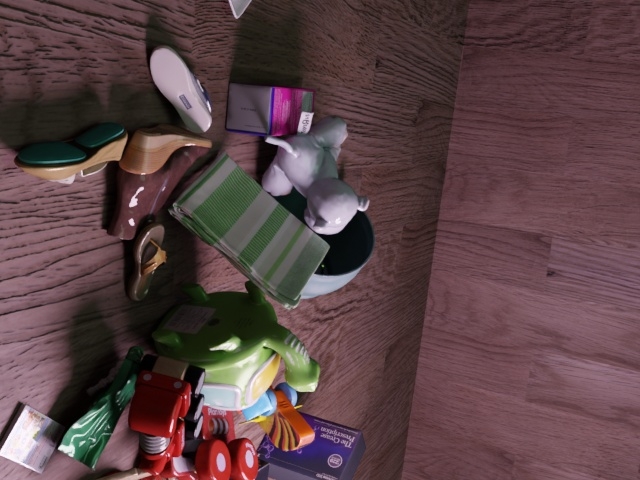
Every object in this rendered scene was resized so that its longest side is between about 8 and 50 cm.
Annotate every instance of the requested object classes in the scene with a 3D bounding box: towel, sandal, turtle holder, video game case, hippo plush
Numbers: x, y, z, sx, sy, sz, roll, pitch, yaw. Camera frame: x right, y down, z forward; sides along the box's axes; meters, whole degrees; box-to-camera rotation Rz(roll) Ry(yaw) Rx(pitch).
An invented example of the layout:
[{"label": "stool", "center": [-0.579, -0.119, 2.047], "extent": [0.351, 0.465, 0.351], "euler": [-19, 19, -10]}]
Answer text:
[{"label": "towel", "center": [-0.138, -0.026, 1.588], "extent": [0.038, 0.325, 0.248], "euler": [-42, -169, 38]}, {"label": "sandal", "center": [-0.323, 0.045, 1.430], "extent": [0.072, 0.049, 0.180], "euler": [-31, 144, -58]}, {"label": "turtle holder", "center": [-0.172, 0.226, 1.559], "extent": [0.243, 0.320, 0.227], "euler": [-104, -177, -59]}, {"label": "video game case", "center": [-0.492, 0.339, 1.279], "extent": [0.087, 0.011, 0.122], "euler": [-67, 154, -24]}, {"label": "hippo plush", "center": [0.018, -0.147, 1.744], "extent": [0.234, 0.236, 0.294], "euler": [-35, 170, -18]}]

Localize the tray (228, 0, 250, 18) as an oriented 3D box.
[{"label": "tray", "center": [-0.152, -0.613, 1.596], "extent": [0.145, 0.030, 0.270], "euler": [71, 38, -50]}]

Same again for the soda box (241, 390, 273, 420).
[{"label": "soda box", "center": [-0.189, 0.310, 1.753], "extent": [0.210, 0.071, 0.067], "euler": [66, -6, -18]}]

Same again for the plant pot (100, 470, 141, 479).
[{"label": "plant pot", "center": [-0.363, 0.568, 1.472], "extent": [0.191, 0.174, 0.191], "euler": [9, 90, -67]}]

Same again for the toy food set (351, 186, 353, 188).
[{"label": "toy food set", "center": [0.051, -0.059, 2.222], "extent": [0.128, 0.071, 0.218], "euler": [143, -44, -69]}]

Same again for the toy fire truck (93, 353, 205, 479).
[{"label": "toy fire truck", "center": [-0.326, 0.359, 1.379], "extent": [0.246, 0.158, 0.217], "euler": [-72, 174, -49]}]

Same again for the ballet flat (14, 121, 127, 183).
[{"label": "ballet flat", "center": [-0.395, -0.129, 1.215], "extent": [0.232, 0.080, 0.073], "euler": [-37, 148, -55]}]

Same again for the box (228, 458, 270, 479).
[{"label": "box", "center": [-0.218, 0.601, 1.820], "extent": [0.093, 0.158, 0.156], "euler": [-10, 110, -64]}]

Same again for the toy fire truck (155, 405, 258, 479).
[{"label": "toy fire truck", "center": [-0.273, 0.422, 1.663], "extent": [0.302, 0.169, 0.254], "euler": [32, 45, -63]}]

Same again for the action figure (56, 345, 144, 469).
[{"label": "action figure", "center": [-0.396, 0.298, 1.396], "extent": [0.232, 0.063, 0.137], "euler": [-60, 158, -23]}]

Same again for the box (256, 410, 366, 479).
[{"label": "box", "center": [-0.028, 0.600, 2.117], "extent": [0.103, 0.261, 0.184], "euler": [75, 34, -45]}]

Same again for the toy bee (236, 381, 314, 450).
[{"label": "toy bee", "center": [-0.134, 0.418, 1.908], "extent": [0.195, 0.298, 0.162], "euler": [16, 128, -33]}]

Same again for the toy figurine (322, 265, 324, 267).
[{"label": "toy figurine", "center": [0.000, 0.000, 2.130], "extent": [0.173, 0.130, 0.159], "euler": [109, 2, -45]}]

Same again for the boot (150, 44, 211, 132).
[{"label": "boot", "center": [-0.268, -0.304, 1.450], "extent": [0.086, 0.069, 0.190], "euler": [-96, 166, -51]}]

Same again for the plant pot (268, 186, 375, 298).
[{"label": "plant pot", "center": [-0.033, 0.024, 1.885], "extent": [0.293, 0.293, 0.196], "euler": [-56, 175, -41]}]

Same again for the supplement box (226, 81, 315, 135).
[{"label": "supplement box", "center": [-0.110, -0.301, 1.726], "extent": [0.220, 0.111, 0.114], "euler": [-17, 115, -64]}]

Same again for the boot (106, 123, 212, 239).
[{"label": "boot", "center": [-0.310, -0.113, 1.435], "extent": [0.248, 0.090, 0.207], "euler": [-19, 131, -66]}]
